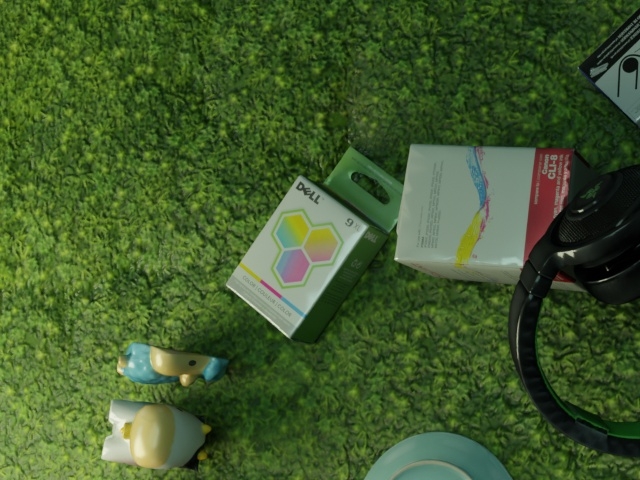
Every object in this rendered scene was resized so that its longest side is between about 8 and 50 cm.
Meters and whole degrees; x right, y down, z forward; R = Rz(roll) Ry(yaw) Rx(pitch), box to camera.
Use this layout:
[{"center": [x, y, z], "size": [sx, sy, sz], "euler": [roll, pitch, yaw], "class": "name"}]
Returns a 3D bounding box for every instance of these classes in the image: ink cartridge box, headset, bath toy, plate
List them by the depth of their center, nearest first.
[{"center": [0.330, 0.008, 1.220], "size": [0.243, 0.185, 0.394], "euler": [26, 104, -10], "class": "headset"}, {"center": [0.373, -0.214, 1.333], "size": [0.207, 0.046, 0.097], "euler": [-45, 55, 11], "class": "ink cartridge box"}, {"center": [0.183, -0.024, 1.345], "size": [0.176, 0.128, 0.127], "euler": [4, 82, 25], "class": "ink cartridge box"}, {"center": [0.119, 0.294, 1.368], "size": [0.188, 0.024, 0.188], "euler": [-5, 78, 25], "class": "plate"}, {"center": [0.000, 0.000, 1.464], "size": [0.109, 0.062, 0.209], "euler": [38, 96, 27], "class": "ink cartridge box"}, {"center": [-0.190, 0.294, 1.464], "size": [0.129, 0.151, 0.348], "euler": [11, 83, -9], "class": "bath toy"}]
